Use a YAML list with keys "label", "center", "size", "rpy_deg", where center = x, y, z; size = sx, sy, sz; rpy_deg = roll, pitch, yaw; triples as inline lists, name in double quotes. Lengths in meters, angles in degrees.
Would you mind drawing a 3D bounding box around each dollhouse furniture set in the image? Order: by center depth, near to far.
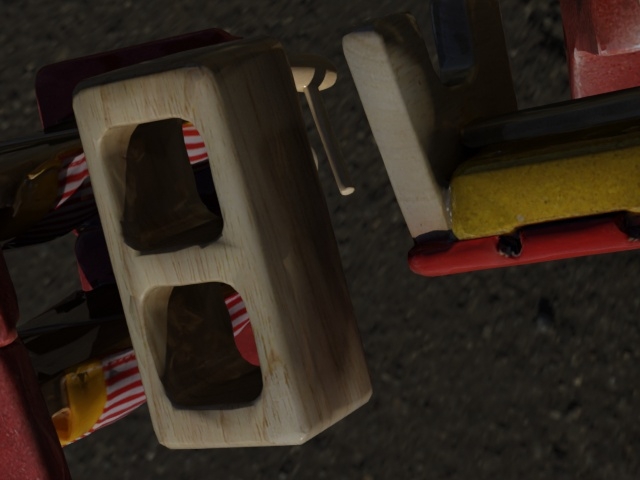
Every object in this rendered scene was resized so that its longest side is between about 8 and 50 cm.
- label: "dollhouse furniture set"
  center: [0.000, 0.000, 0.610]
  size: [0.374, 0.201, 0.152]
  rpy_deg: [-8, 101, 33]

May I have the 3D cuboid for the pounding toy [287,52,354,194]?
- label: "pounding toy"
  center: [-0.073, -0.051, 1.640]
  size: [0.154, 0.155, 0.269]
  rpy_deg: [11, 91, -31]
